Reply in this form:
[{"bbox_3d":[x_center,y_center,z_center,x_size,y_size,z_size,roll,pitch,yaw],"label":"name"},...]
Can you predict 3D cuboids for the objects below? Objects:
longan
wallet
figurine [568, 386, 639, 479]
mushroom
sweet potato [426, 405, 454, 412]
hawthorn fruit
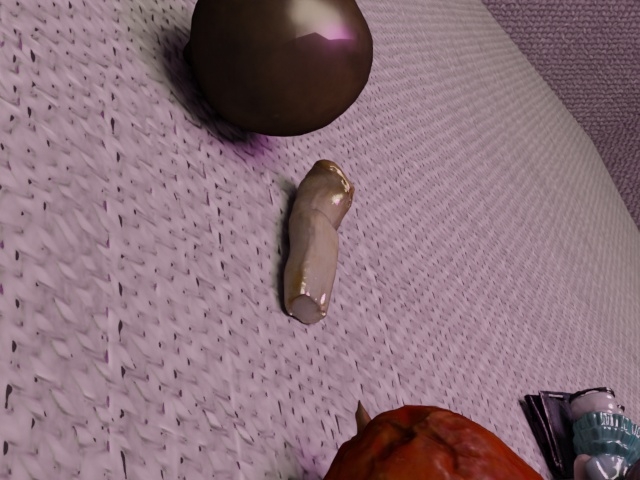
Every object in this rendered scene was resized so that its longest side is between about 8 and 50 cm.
[{"bbox_3d":[-0.038,-0.179,0.853,0.189,0.189,0.189,44,26,-29],"label":"longan"},{"bbox_3d":[0.317,0.252,1.175,0.166,0.030,0.111,18,54,-52],"label":"wallet"},{"bbox_3d":[0.347,0.292,1.067,0.138,0.110,0.246,52,29,-31],"label":"figurine"},{"bbox_3d":[-0.002,-0.002,0.833,0.059,0.054,0.202,42,33,-21],"label":"mushroom"},{"bbox_3d":[0.109,0.172,0.853,0.095,0.034,0.034,21,41,-41],"label":"sweet potato"},{"bbox_3d":[0.078,0.207,0.609,0.179,0.173,0.173,29,25,0],"label":"hawthorn fruit"}]
